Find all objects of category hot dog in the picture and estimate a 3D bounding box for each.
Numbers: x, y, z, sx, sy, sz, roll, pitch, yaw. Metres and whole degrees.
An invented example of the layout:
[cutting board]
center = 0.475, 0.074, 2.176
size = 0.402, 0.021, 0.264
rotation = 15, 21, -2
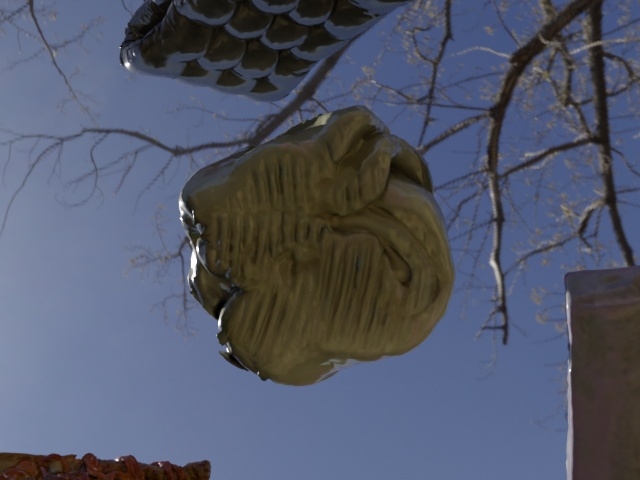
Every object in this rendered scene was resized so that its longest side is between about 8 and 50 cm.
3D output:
[hot dog]
center = -0.276, 0.329, 0.869
size = 0.348, 0.158, 0.117
rotation = 14, -64, -25

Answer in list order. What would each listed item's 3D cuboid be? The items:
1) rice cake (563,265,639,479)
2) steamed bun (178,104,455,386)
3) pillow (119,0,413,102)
[rice cake]
center = 0.190, 0.194, 0.461
size = 0.072, 0.056, 0.365
rotation = 1, -83, 20
[steamed bun]
center = 0.000, 0.000, 0.783
size = 0.280, 0.207, 0.268
rotation = -25, -75, 9
[pillow]
center = -0.062, -0.262, 0.791
size = 0.228, 0.326, 0.101
rotation = 8, -109, -38
